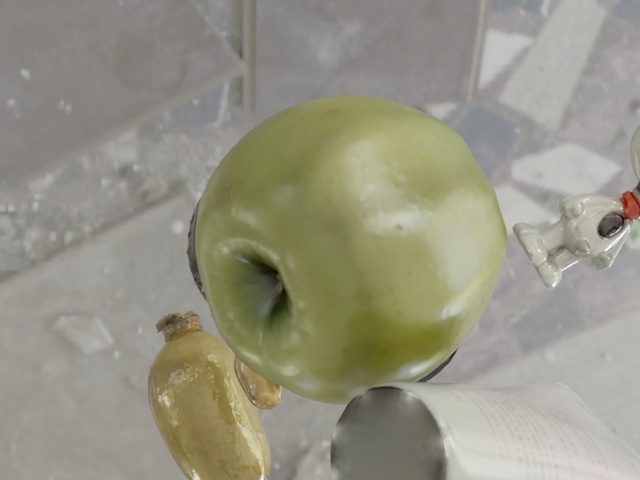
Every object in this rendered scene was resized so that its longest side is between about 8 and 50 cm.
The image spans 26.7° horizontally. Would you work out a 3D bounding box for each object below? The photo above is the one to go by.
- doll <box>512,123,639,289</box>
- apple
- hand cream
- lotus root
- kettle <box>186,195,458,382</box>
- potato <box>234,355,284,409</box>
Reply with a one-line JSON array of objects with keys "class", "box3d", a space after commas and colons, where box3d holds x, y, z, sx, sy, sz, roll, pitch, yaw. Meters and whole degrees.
[{"class": "doll", "box3d": [0.382, -0.025, 1.607, 0.208, 0.144, 0.271, 40, 106, -16]}, {"class": "apple", "box3d": [0.027, 0.001, 1.184, 0.279, 0.279, 0.279, -6, 134, -6]}, {"class": "hand cream", "box3d": [0.161, 0.178, 1.115, 0.359, 0.185, 0.118, 8, 118, -46]}, {"class": "lotus root", "box3d": [-0.161, 0.238, 1.896, 0.146, 0.303, 0.131, -30, 164, 21]}, {"class": "kettle", "box3d": [0.000, 0.000, 1.628, 0.321, 0.324, 0.228, -2, 135, -2]}, {"class": "potato", "box3d": [-0.072, 0.161, 1.610, 0.062, 0.083, 0.068, -9, 148, 4]}]
